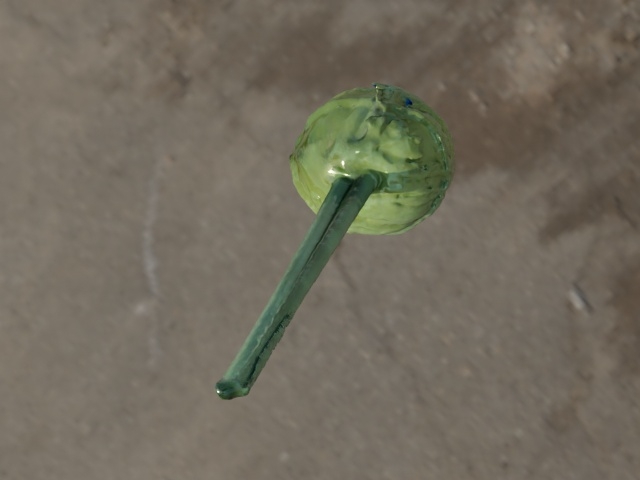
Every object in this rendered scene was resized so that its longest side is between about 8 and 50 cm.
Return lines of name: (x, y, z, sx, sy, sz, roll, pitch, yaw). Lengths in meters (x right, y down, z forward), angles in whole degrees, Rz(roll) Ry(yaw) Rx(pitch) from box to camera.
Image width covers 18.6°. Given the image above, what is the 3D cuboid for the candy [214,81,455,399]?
candy: (0.000, 0.000, 1.052, 0.092, 0.093, 0.335, -51, 3, 29)
